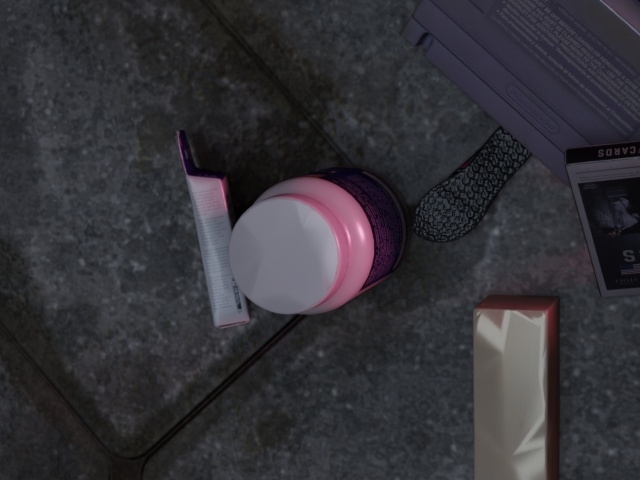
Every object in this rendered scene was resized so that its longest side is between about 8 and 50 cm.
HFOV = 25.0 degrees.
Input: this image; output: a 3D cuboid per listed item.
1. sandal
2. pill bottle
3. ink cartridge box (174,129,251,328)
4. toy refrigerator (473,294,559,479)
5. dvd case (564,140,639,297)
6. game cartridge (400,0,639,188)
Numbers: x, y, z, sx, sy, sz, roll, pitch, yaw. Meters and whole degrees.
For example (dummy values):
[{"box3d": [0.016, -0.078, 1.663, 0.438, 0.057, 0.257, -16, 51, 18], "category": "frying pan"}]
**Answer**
[{"box3d": [0.180, -0.064, 1.675, 0.179, 0.040, 0.067, -45, 89, 3], "category": "sandal"}, {"box3d": [0.000, 0.000, 1.615, 0.153, 0.265, 0.153, 2, 98, 16], "category": "pill bottle"}, {"box3d": [-0.121, -0.023, 1.674, 0.045, 0.223, 0.224, -12, 96, -2], "category": "ink cartridge box"}, {"box3d": [0.222, 0.203, 1.660, 0.094, 0.102, 0.269, 1, 98, 17], "category": "toy refrigerator"}, {"box3d": [0.369, -0.023, 1.540, 0.179, 0.029, 0.238, -6, 140, 18], "category": "dvd case"}, {"box3d": [0.270, -0.189, 1.557, 0.355, 0.068, 0.230, 44, 137, 8], "category": "game cartridge"}]
